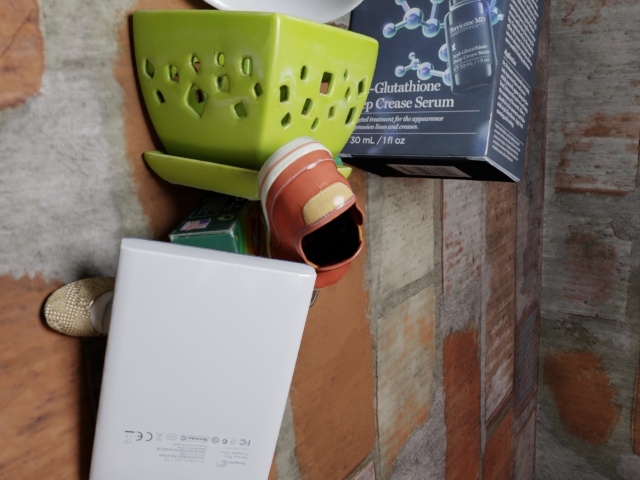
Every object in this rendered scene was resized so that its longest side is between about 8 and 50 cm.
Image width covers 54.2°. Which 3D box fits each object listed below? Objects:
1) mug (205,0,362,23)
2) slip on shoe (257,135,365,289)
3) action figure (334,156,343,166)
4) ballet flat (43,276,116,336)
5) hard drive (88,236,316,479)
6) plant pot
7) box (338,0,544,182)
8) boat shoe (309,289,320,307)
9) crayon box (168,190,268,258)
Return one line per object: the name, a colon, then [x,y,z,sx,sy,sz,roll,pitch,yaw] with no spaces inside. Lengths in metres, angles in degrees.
mug: [-0.026,-0.459,0.801,0.374,0.276,0.328,65,32,-61]
slip on shoe: [0.000,0.000,0.770,0.123,0.101,0.331,-35,159,-11]
action figure: [-0.044,-0.059,1.001,0.232,0.063,0.137,-54,138,-27]
ballet flat: [-0.223,0.082,0.749,0.206,0.067,0.073,3,95,-56]
hard drive: [-0.142,0.164,0.723,0.040,0.210,0.319,-116,-143,-68]
plant pot: [-0.082,-0.167,0.791,0.227,0.228,0.207,-12,111,-55]
box: [0.221,-0.321,1.148,0.212,0.293,0.395,12,85,-57]
boat shoe: [-0.017,-0.010,0.929,0.095,0.095,0.257,-20,116,-43]
crayon box: [-0.108,0.104,0.845,0.202,0.081,0.319,-79,163,-69]
